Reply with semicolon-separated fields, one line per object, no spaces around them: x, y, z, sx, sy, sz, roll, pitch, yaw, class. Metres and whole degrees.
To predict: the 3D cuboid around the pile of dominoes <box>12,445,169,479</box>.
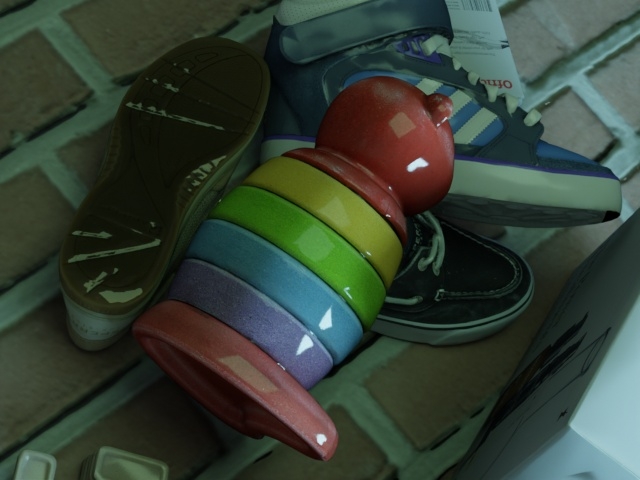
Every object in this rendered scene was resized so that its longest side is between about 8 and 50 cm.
-0.156;0.282;1.453;0.196;0.040;0.251;18;64;-19;pile of dominoes

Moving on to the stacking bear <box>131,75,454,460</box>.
0.000;0.000;1.519;0.164;0.175;0.289;43;74;-25;stacking bear

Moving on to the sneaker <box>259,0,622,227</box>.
0.112;-0.146;1.694;0.323;0.130;0.236;8;81;4;sneaker

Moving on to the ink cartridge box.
0.115;-0.181;1.834;0.109;0.063;0.150;-1;64;-27;ink cartridge box

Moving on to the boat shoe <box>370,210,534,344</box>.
0.061;0.012;1.667;0.301;0.102;0.108;10;58;-22;boat shoe

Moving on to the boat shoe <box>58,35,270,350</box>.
-0.131;-0.043;1.607;0.109;0.098;0.302;23;55;2;boat shoe

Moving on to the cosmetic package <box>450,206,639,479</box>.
0.238;0.102;1.593;0.097;0.284;0.377;38;51;-3;cosmetic package
